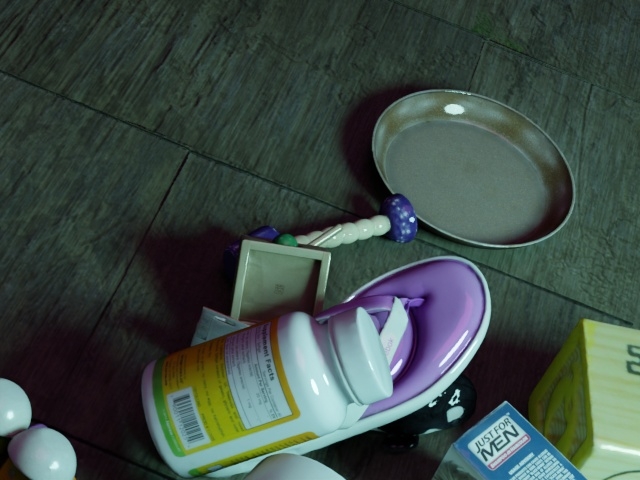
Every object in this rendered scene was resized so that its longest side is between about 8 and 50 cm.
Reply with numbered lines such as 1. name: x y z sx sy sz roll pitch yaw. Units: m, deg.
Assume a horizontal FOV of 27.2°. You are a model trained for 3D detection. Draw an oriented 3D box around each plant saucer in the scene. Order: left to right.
1. plant saucer: 0.219 -0.097 1.932 0.310 0.050 0.311 9 49 -10

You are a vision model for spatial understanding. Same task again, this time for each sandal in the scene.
1. sandal: 0.018 0.144 1.521 0.416 0.102 0.169 -31 62 -7

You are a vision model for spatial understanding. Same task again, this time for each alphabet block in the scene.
1. alphabet block: 0.378 0.235 1.602 0.197 0.192 0.193 11 46 -8

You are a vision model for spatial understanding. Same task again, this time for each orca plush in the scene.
1. orca plush: 0.063 0.159 1.620 0.287 0.102 0.151 19 47 -1

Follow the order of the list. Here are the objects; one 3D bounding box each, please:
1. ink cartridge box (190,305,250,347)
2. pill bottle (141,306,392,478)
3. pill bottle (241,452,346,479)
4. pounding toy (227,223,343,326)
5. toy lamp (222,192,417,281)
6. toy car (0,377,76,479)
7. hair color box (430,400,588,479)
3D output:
1. ink cartridge box: -0.119 0.115 1.589 0.063 0.115 0.029 22 47 1
2. pill bottle: -0.054 0.156 1.416 0.245 0.136 0.136 -20 50 12
3. pill bottle: -0.101 0.387 1.299 0.204 0.204 0.361 35 48 13
4. pounding toy: -0.041 0.043 1.648 0.130 0.141 0.100 9 4 -6
5. toy lamp: 0.000 0.000 1.755 0.274 0.080 0.080 -17 57 -28
6. toy car: -0.329 0.240 1.409 0.182 0.159 0.136 43 16 20
7. hair color box: 0.272 0.364 1.463 0.105 0.174 0.347 -30 64 -35
